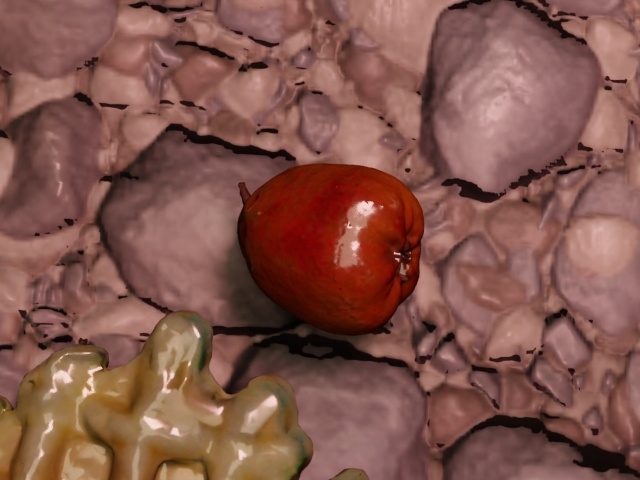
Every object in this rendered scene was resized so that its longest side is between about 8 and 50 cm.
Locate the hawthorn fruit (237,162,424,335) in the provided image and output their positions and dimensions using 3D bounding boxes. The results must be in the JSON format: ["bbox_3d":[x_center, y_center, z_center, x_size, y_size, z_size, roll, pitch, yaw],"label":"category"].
[{"bbox_3d":[0.000,0.000,0.573,0.093,0.081,0.081,12,80,27],"label":"hawthorn fruit"}]

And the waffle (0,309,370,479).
[{"bbox_3d":[-0.101,0.204,0.541,0.309,0.056,0.292,-31,85,-7],"label":"waffle"}]
